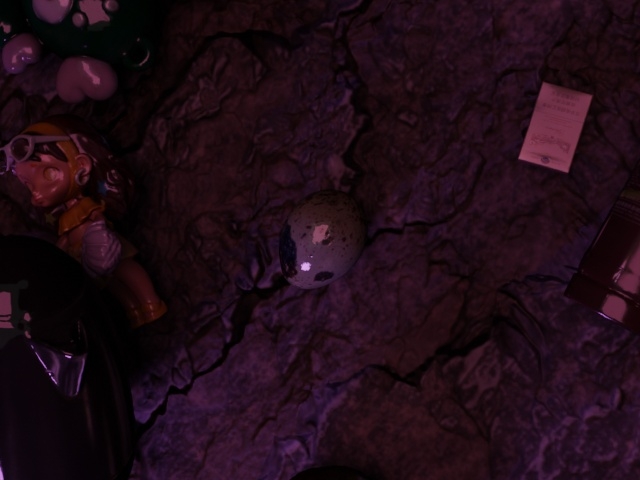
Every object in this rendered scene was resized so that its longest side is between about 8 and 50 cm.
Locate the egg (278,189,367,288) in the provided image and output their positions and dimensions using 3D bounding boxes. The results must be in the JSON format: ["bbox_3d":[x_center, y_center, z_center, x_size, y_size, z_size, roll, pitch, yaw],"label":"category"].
[{"bbox_3d":[0.000,0.000,0.977,0.085,0.085,0.110,42,107,10],"label":"egg"}]

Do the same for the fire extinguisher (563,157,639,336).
[{"bbox_3d":[0.358,-0.070,0.886,0.141,0.105,0.341,33,97,43],"label":"fire extinguisher"}]

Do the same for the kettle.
[{"bbox_3d":[-0.283,0.103,0.926,0.208,0.250,0.271,-1,126,-12],"label":"kettle"}]

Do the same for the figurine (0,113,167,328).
[{"bbox_3d":[-0.245,-0.016,1.010,0.175,0.116,0.240,-22,90,44],"label":"figurine"}]

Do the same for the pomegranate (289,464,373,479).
[{"bbox_3d":[0.029,0.290,0.939,0.169,0.148,0.148,-5,87,5],"label":"pomegranate"}]

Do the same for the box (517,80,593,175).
[{"bbox_3d":[0.235,-0.112,0.961,0.053,0.024,0.083,19,94,12],"label":"box"}]

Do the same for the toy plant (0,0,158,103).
[{"bbox_3d":[-0.251,-0.268,1.024,0.243,0.112,0.232,28,92,17],"label":"toy plant"}]
